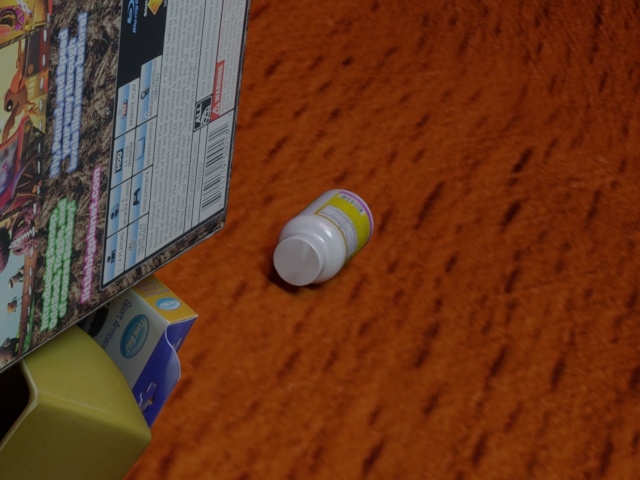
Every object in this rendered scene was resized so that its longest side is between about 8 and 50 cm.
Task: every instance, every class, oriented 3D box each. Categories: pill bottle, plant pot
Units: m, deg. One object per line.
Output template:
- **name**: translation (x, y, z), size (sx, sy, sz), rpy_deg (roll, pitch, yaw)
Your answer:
- **pill bottle**: translation (0.000, 0.000, 1.183), size (0.043, 0.043, 0.083), rpy_deg (34, 27, 8)
- **plant pot**: translation (-0.126, 0.081, 0.874), size (0.083, 0.081, 0.081), rpy_deg (19, 27, -39)

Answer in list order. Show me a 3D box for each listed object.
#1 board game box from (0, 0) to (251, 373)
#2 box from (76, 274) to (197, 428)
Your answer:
- **board game box**: translation (-0.160, -0.078, 0.788), size (0.141, 0.232, 0.291), rpy_deg (21, 31, 23)
- **box**: translation (-0.119, 0.037, 0.953), size (0.136, 0.081, 0.028), rpy_deg (40, 27, 19)
